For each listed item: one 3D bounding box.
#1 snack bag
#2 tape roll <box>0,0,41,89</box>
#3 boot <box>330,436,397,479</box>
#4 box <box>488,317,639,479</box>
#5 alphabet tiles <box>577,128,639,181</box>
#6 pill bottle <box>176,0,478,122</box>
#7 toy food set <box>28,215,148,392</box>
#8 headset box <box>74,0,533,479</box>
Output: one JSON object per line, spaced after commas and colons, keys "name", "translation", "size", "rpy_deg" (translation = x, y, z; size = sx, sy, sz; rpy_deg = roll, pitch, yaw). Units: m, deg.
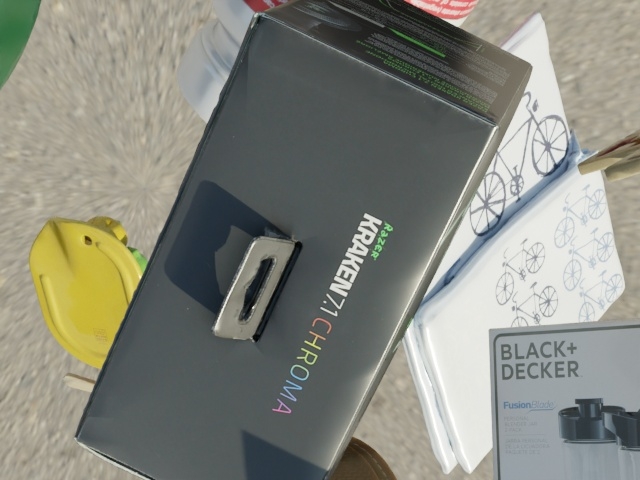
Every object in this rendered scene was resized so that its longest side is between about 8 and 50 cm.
{"name": "snack bag", "translation": [0.170, -0.006, 1.554], "size": [0.323, 0.037, 0.342], "rpy_deg": [-41, 125, -37]}
{"name": "tape roll", "translation": [-0.349, -0.204, 1.130], "size": [0.321, 0.077, 0.321], "rpy_deg": [1, 95, 12]}
{"name": "boot", "translation": [-0.041, 0.240, 1.299], "size": [0.109, 0.283, 0.220], "rpy_deg": [-23, 138, -38]}
{"name": "box", "translation": [0.213, 0.201, 1.190], "size": [0.087, 0.169, 0.290], "rpy_deg": [6, 82, -47]}
{"name": "alphabet tiles", "translation": [0.328, -0.112, 1.018], "size": [0.342, 0.285, 0.011], "rpy_deg": [-28, 98, -45]}
{"name": "pill bottle", "translation": [0.042, -0.270, 1.517], "size": [0.229, 0.229, 0.407], "rpy_deg": [33, 116, -6]}
{"name": "toy food set", "translation": [-0.213, 0.057, 1.678], "size": [0.128, 0.071, 0.218], "rpy_deg": [6, 124, 22]}
{"name": "headset box", "translation": [0.000, 0.000, 0.913], "size": [0.131, 0.283, 0.246], "rpy_deg": [26, 107, 4]}
